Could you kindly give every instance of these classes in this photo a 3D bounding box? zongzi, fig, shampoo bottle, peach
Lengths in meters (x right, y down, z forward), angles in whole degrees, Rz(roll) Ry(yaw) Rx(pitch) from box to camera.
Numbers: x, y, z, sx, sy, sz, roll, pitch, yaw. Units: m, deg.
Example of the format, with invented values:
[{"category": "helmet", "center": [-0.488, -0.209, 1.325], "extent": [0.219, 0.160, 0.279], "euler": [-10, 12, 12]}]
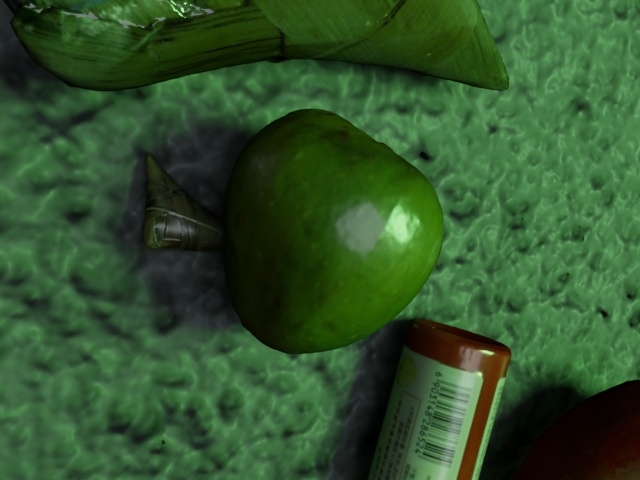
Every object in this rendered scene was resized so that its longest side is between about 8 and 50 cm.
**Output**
[{"category": "zongzi", "center": [-0.022, -0.170, 0.442], "extent": [0.323, 0.160, 0.360], "euler": [-45, 116, -6]}, {"category": "zongzi", "center": [-0.115, -0.031, 0.480], "extent": [0.076, 0.040, 0.083], "euler": [4, 77, -29]}, {"category": "fig", "center": [0.000, 0.000, 0.452], "extent": [0.181, 0.181, 0.191], "euler": [27, 92, -22]}, {"category": "shampoo bottle", "center": [0.105, 0.226, 0.553], "extent": [0.104, 0.104, 0.278], "euler": [15, 90, -23]}, {"category": "peach", "center": [0.314, 0.302, 0.601], "extent": [0.361, 0.201, 0.258], "euler": [-51, 150, 4]}]
